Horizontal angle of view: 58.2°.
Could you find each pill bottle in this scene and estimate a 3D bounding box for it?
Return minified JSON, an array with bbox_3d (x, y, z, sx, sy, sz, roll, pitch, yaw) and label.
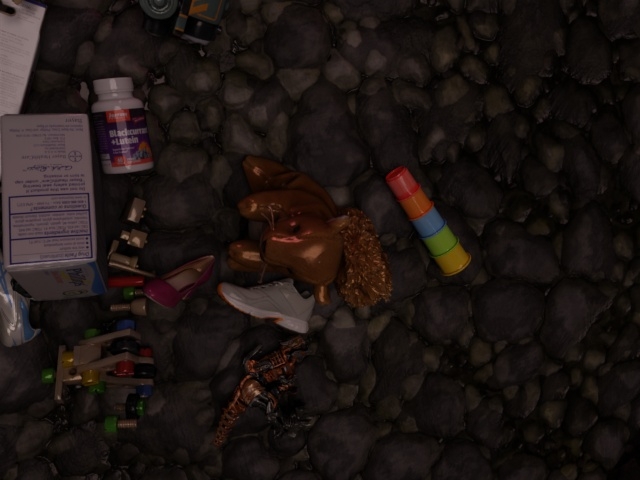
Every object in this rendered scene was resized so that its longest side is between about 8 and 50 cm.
[{"bbox_3d":[-0.424,-0.244,1.224,0.108,0.108,0.193,-11,104,-16],"label":"pill bottle"}]

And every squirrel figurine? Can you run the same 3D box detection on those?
[{"bbox_3d":[0.000,0.000,1.277,0.397,0.370,0.281,15,96,-21],"label":"squirrel figurine"}]

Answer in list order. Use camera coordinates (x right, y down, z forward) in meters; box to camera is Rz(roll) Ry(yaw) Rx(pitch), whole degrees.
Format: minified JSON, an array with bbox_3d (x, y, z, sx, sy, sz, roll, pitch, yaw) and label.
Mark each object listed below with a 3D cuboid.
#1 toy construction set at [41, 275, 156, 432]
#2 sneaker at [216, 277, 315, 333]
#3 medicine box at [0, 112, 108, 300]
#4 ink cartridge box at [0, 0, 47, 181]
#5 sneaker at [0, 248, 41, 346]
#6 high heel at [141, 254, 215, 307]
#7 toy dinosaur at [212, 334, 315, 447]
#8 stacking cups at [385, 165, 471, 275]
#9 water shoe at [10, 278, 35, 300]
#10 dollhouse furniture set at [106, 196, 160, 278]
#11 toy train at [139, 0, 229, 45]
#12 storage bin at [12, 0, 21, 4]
[{"bbox_3d":[-0.496,0.233,1.253,0.237,0.257,0.308,-1,88,-5],"label":"toy construction set"},{"bbox_3d":[-0.128,0.135,1.420,0.262,0.099,0.121,25,85,-29],"label":"sneaker"},{"bbox_3d":[-0.500,-0.054,1.102,0.149,0.263,0.289,-4,74,-17],"label":"medicine box"},{"bbox_3d":[-0.680,-0.316,1.146,0.176,0.069,0.370,16,98,-20],"label":"ink cartridge box"},{"bbox_3d":[-0.673,0.109,1.238,0.086,0.085,0.237,-24,104,-49],"label":"sneaker"},{"bbox_3d":[-0.305,0.081,1.272,0.082,0.244,0.117,37,94,12],"label":"high heel"},{"bbox_3d":[-0.137,0.389,1.459,0.322,0.164,0.218,-42,97,13],"label":"toy dinosaur"},{"bbox_3d":[0.274,-0.051,1.521,0.096,0.096,0.316,-41,106,-7],"label":"stacking cups"},{"bbox_3d":[-0.577,0.029,1.224,0.080,0.073,0.203,37,73,-44],"label":"water shoe"},{"bbox_3d":[-0.391,0.001,1.283,0.123,0.144,0.151,21,79,-26],"label":"dollhouse furniture set"},{"bbox_3d":[-0.255,-0.568,1.174,0.190,0.142,0.334,11,115,-27],"label":"toy train"},{"bbox_3d":[-0.543,-0.602,0.985,0.262,0.123,0.260,43,74,-22],"label":"storage bin"}]
